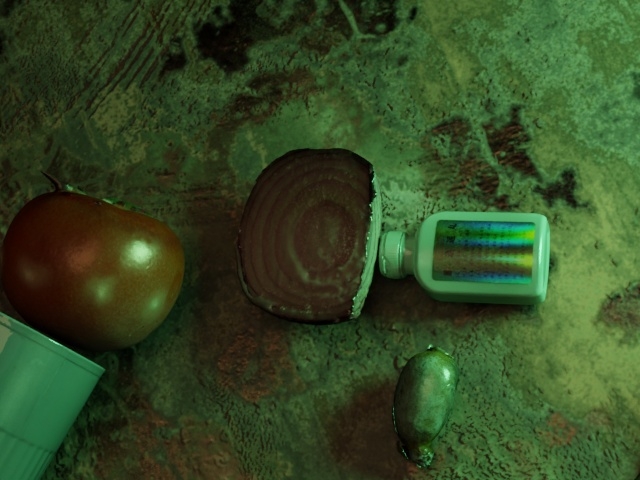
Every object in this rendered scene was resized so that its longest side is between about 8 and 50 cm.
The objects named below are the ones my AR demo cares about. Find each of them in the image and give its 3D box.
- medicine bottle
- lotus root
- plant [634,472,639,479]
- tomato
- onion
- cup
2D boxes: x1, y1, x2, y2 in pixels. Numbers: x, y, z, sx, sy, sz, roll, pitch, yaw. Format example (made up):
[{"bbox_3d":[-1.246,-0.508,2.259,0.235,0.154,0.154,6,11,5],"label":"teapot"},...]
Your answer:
[{"bbox_3d":[0.197,0.023,1.956,0.228,0.083,0.121,2,73,15],"label":"medicine bottle"},{"bbox_3d":[0.137,0.220,1.905,0.088,0.088,0.165,14,84,19],"label":"lotus root"},{"bbox_3d":[0.501,0.393,1.750,0.333,0.180,0.251,42,65,-13],"label":"plant"},{"bbox_3d":[-0.322,0.038,2.004,0.255,0.256,0.224,16,77,20],"label":"tomato"},{"bbox_3d":[0.000,0.000,2.015,0.247,0.111,0.250,3,80,41],"label":"onion"},{"bbox_3d":[-0.517,0.240,1.980,0.331,0.257,0.311,24,80,20],"label":"cup"}]
